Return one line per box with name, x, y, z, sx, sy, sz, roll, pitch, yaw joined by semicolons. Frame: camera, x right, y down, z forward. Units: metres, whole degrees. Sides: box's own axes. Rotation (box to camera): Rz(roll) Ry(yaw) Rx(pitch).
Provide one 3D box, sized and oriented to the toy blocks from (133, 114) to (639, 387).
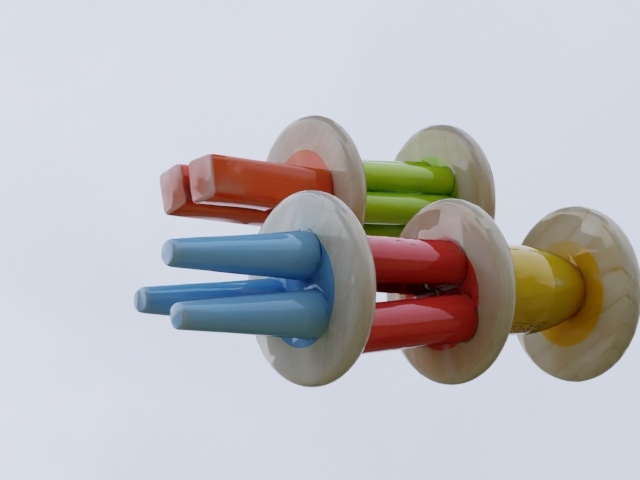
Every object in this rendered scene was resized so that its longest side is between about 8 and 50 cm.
toy blocks;0.000;0.000;0.533;0.148;0.123;0.054;2;-68;-37
